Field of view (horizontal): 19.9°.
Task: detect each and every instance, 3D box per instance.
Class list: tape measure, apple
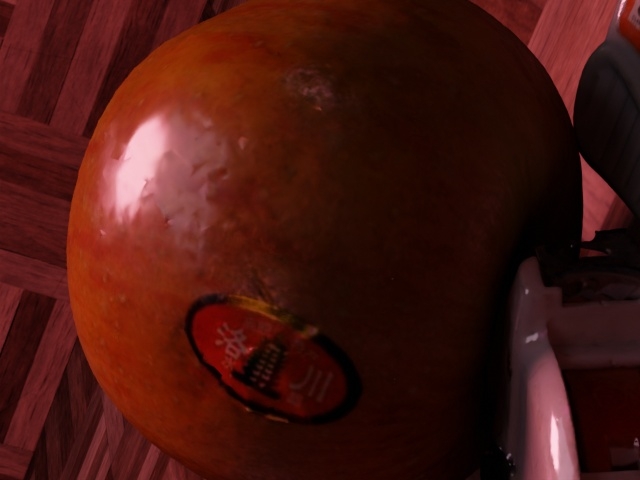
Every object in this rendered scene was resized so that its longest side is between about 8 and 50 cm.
[{"bbox_3d":[0.286,-0.100,1.257,0.243,0.125,0.246,-119,46,-59],"label":"tape measure"},{"bbox_3d":[0.177,0.170,1.190,0.265,0.130,0.258,-96,7,-48],"label":"tape measure"},{"bbox_3d":[0.000,0.000,1.327,0.400,0.333,0.400,-51,-27,-40],"label":"apple"}]
